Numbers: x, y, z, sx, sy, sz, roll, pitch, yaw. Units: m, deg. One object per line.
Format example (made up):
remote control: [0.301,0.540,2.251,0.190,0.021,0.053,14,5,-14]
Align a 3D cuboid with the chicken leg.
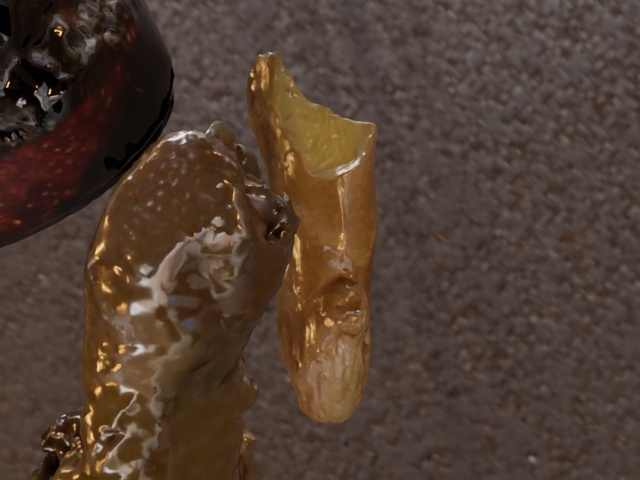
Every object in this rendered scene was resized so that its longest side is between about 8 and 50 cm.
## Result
chicken leg: [-0.042,0.062,0.396,0.069,0.085,0.198,32,123,27]

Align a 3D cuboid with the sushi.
sushi: [-0.161,-0.065,0.559,0.225,0.126,0.136,-7,48,34]

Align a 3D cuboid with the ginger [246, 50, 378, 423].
ginger: [0.002,0.000,0.626,0.057,0.044,0.137,-4,92,40]
